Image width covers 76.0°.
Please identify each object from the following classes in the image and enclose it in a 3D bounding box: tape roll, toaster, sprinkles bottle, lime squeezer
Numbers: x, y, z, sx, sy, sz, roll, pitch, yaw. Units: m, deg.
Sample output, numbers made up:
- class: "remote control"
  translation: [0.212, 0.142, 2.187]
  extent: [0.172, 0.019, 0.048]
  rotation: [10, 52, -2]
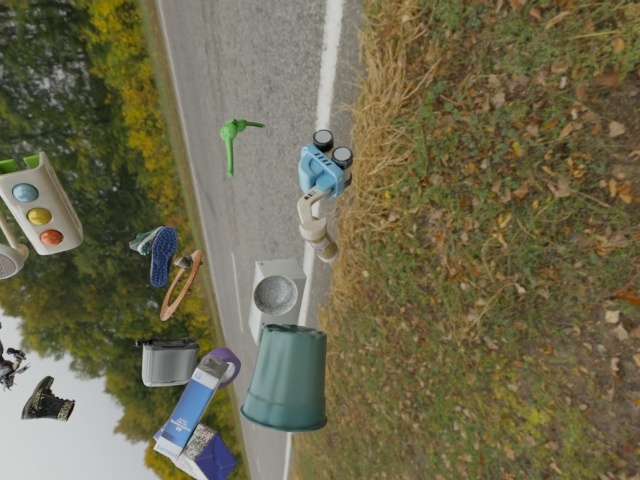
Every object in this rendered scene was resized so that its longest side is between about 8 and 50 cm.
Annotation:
- class: "tape roll"
  translation: [-0.484, 0.615, 1.970]
  extent: [0.080, 0.189, 0.189]
  rotation: [33, 139, 41]
- class: "toaster"
  translation: [-0.549, 0.432, 1.470]
  extent: [0.129, 0.226, 0.147]
  rotation: [4, 89, 62]
- class: "sprinkles bottle"
  translation: [0.000, 0.000, 2.159]
  extent: [0.121, 0.121, 0.355]
  rotation: [57, -179, 30]
- class: "lime squeezer"
  translation: [-0.243, -0.323, 1.244]
  extent: [0.058, 0.310, 0.110]
  rotation: [-32, 117, 35]

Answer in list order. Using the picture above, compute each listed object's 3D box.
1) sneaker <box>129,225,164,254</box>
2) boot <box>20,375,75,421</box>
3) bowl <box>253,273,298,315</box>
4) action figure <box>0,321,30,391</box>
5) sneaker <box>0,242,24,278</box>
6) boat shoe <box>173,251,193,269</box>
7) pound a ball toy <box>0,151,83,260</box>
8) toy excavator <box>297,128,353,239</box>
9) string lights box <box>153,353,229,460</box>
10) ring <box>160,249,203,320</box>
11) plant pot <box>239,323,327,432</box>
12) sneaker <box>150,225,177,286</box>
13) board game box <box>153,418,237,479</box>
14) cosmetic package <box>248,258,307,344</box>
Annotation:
- class: "sneaker"
  translation: [-0.645, -0.011, 1.529]
  extent: [0.166, 0.076, 0.065]
  rotation: [-60, -19, -59]
- class: "boot"
  translation: [-1.169, 0.701, 1.802]
  extent: [0.236, 0.178, 0.085]
  rotation: [-113, 40, -66]
- class: "bowl"
  translation: [-0.177, 0.197, 1.579]
  extent: [0.080, 0.170, 0.170]
  rotation: [-131, 26, -70]
- class: "action figure"
  translation: [-1.143, 0.398, 1.424]
  extent: [0.285, 0.185, 0.099]
  rotation: [64, 159, -1]
- class: "sneaker"
  translation: [-0.808, 0.015, 0.984]
  extent: [0.290, 0.123, 0.106]
  rotation: [3, 127, 18]
- class: "boat shoe"
  translation: [-0.447, 0.072, 1.352]
  extent: [0.049, 0.056, 0.152]
  rotation: [43, 177, -7]
- class: "pound a ball toy"
  translation: [-0.821, -0.065, 1.151]
  extent: [0.136, 0.208, 0.319]
  rotation: [-124, 25, -42]
- class: "toy excavator"
  translation: [-0.015, -0.261, 2.011]
  extent: [0.433, 0.445, 0.222]
  rotation: [46, 163, 22]
- class: "string lights box"
  translation: [-0.369, 0.477, 1.190]
  extent: [0.076, 0.260, 0.133]
  rotation: [28, -178, 0]
- class: "ring"
  translation: [-0.604, 0.197, 1.797]
  extent: [0.032, 0.337, 0.336]
  rotation: [31, 174, -26]
- class: "plant pot"
  translation: [-0.118, 0.511, 1.592]
  extent: [0.341, 0.341, 0.334]
  rotation: [179, 100, -68]
- class: "sneaker"
  translation: [-0.572, 0.048, 1.486]
  extent: [0.090, 0.081, 0.232]
  rotation: [47, 120, 61]
- class: "board game box"
  translation: [-0.549, 0.923, 1.805]
  extent: [0.291, 0.141, 0.232]
  rotation: [4, 126, 36]
- class: "cosmetic package"
  translation: [-0.199, 0.272, 1.827]
  extent: [0.155, 0.196, 0.366]
  rotation: [-124, 38, -48]
